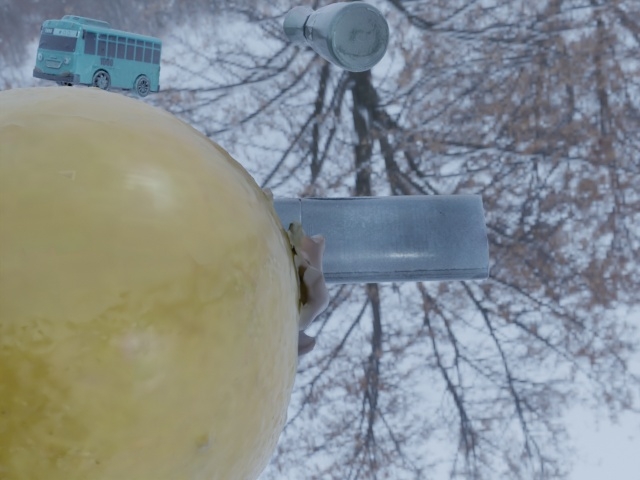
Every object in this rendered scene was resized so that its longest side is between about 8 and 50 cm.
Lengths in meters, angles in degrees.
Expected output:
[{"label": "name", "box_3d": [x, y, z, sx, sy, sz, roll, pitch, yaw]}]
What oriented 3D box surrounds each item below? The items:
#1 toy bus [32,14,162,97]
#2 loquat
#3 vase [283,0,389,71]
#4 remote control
[{"label": "toy bus", "box_3d": [-0.285, -0.237, 1.082, 0.079, 0.091, 0.160, 13, -169, 30]}, {"label": "loquat", "box_3d": [-0.128, 0.041, 0.471, 0.275, 0.274, 0.275, -9, -159, 3]}, {"label": "vase", "box_3d": [0.011, -0.284, 1.137, 0.086, 0.086, 0.214, -17, -157, -17]}, {"label": "remote control", "box_3d": [0.000, 0.000, 0.964, 0.378, 0.044, 0.107, -2, -116, -1]}]
